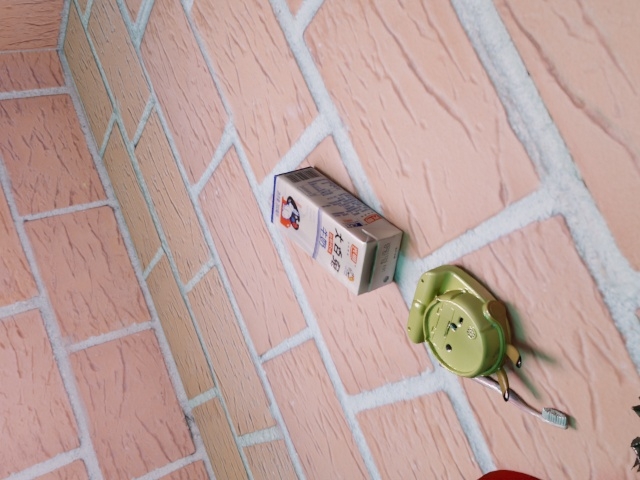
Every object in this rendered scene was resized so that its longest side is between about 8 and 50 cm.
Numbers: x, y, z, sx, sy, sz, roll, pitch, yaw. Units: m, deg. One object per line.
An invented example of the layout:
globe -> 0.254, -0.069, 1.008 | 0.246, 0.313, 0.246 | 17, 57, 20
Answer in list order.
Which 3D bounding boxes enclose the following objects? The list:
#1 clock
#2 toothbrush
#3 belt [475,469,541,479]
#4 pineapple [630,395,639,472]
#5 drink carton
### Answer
clock -> 0.252, 0.161, 1.051 | 0.232, 0.069, 0.170 | 41, 135, 40
toothbrush -> 0.304, 0.257, 1.059 | 0.269, 0.021, 0.027 | 20, 107, 51
belt -> 0.343, 0.517, 1.026 | 0.324, 0.115, 0.227 | -2, 102, 56
pineapple -> 0.461, 0.313, 0.768 | 0.128, 0.128, 0.247 | -32, 71, 56
drink carton -> 0.026, -0.029, 1.281 | 0.315, 0.107, 0.130 | 39, 135, 40
